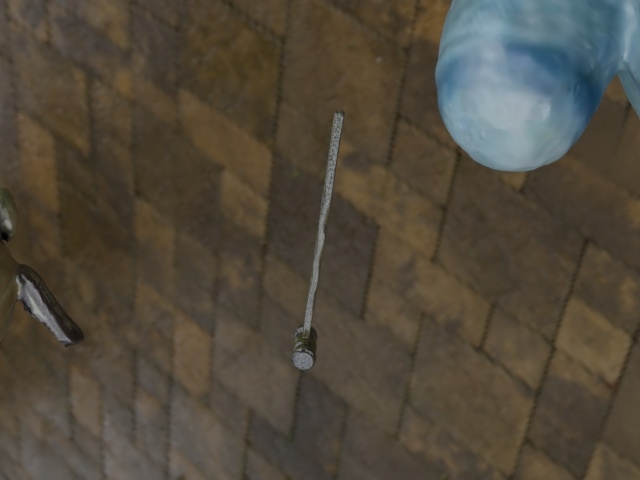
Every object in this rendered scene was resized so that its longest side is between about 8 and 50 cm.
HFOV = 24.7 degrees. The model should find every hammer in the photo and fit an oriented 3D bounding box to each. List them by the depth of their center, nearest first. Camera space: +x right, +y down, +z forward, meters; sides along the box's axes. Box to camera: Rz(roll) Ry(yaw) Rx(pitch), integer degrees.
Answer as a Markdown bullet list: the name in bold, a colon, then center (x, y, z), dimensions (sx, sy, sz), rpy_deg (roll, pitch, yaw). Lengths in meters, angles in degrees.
- **hammer**: center (0.000, 0.000, 1.535), dimensions (0.029, 0.058, 0.292), rpy_deg (7, 117, -4)

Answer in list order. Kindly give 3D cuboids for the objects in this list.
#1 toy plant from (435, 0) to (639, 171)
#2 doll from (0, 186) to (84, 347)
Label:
- **toy plant**: center (0.155, -0.142, 0.702), dimensions (0.247, 0.247, 0.332), rpy_deg (110, 145, -51)
- **doll**: center (-0.295, -0.022, 0.832), dimensions (0.330, 0.174, 0.235), rpy_deg (47, 168, -23)
